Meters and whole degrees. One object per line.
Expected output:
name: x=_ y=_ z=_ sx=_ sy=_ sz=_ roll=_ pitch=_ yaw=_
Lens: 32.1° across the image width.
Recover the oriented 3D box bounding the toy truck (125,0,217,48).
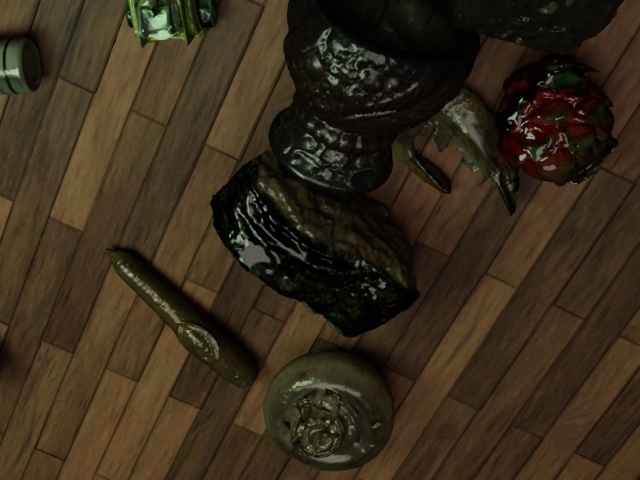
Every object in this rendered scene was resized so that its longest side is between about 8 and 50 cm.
toy truck: x=-0.232 y=-0.398 z=1.562 sx=0.128 sy=0.135 sz=0.259 roll=-1 pitch=115 yaw=9

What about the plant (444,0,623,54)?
plant: x=0.232 y=-0.384 z=1.424 sx=0.312 sy=0.215 sz=0.213 roll=22 pitch=160 yaw=-21

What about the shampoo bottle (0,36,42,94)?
shampoo bottle: x=-0.567 y=-0.263 z=1.714 sx=0.263 sy=0.085 sz=0.085 roll=-2 pitch=119 yaw=9

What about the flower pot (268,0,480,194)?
flower pot: x=0.053 y=-0.221 z=1.558 sx=0.267 sy=0.266 sz=0.267 roll=22 pitch=130 yaw=-4

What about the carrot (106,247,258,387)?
carrot: x=-0.238 y=0.131 z=1.897 sx=0.070 sy=0.070 sz=0.342 roll=-39 pitch=106 yaw=25

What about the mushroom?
mushroom: x=0.016 y=0.296 z=1.888 sx=0.227 sy=0.178 sz=0.226 roll=0 pitch=113 yaw=0

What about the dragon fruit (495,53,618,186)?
dragon fruit: x=0.335 y=-0.166 z=1.589 sx=0.182 sy=0.182 sz=0.188 roll=-24 pitch=95 yaw=20

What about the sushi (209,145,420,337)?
sushi: x=0.000 y=0.000 z=1.713 sx=0.350 sy=0.211 sz=0.171 roll=38 pitch=113 yaw=-19

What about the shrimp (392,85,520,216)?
shrimp: x=0.203 y=-0.133 z=1.693 sx=0.173 sy=0.058 sz=0.253 roll=-22 pitch=110 yaw=28
